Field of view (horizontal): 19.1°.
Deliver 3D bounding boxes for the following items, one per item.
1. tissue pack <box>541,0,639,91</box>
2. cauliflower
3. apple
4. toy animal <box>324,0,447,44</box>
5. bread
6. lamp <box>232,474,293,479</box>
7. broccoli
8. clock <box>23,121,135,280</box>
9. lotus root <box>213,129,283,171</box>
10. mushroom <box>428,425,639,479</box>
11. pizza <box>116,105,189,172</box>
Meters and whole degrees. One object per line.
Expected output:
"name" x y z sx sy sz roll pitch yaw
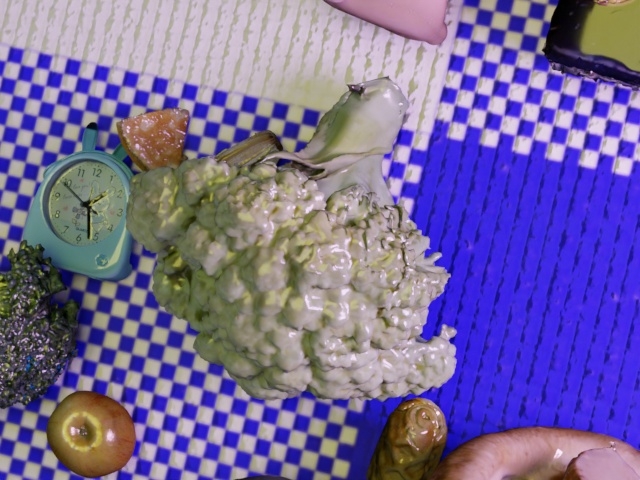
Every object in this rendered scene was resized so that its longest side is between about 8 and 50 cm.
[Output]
"tissue pack" 0.380 -0.222 1.645 0.332 0.123 0.245 19 91 16
"cauliflower" -0.015 0.018 1.692 0.327 0.281 0.260 42 119 -9
"apple" -0.216 0.182 1.783 0.084 0.071 0.084 -1 85 14
"toy animal" 0.080 -0.289 1.720 0.171 0.171 0.197 21 93 16
"bread" 0.078 0.188 1.697 0.060 0.066 0.110 29 129 17
"lamp" -0.039 0.362 1.657 0.182 0.182 0.313 -14 80 13
"broccoli" -0.306 0.079 1.802 0.155 0.167 0.160 -23 45 -18
"clock" -0.218 -0.039 1.824 0.108 0.045 0.147 15 87 15
"lotus root" -0.073 -0.071 1.796 0.083 0.030 0.037 -29 46 7
"mushroom" 0.211 0.256 1.573 0.278 0.278 0.146 31 122 16
"pizza" -0.153 -0.095 1.820 0.078 0.025 0.083 -46 105 -30
